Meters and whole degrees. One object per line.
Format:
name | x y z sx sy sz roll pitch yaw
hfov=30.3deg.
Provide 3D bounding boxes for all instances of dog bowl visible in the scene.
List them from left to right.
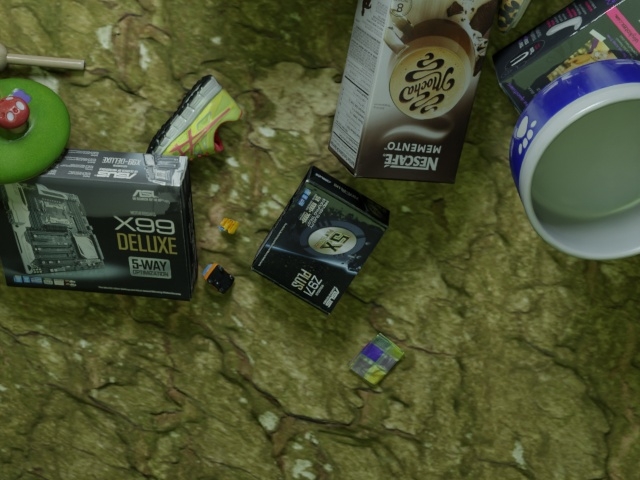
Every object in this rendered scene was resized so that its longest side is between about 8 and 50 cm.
dog bowl | 0.393 -0.107 1.593 0.265 0.104 0.264 -4 127 -5

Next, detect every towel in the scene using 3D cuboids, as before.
towel | 0.092 0.198 1.950 0.060 0.009 0.083 39 109 -8

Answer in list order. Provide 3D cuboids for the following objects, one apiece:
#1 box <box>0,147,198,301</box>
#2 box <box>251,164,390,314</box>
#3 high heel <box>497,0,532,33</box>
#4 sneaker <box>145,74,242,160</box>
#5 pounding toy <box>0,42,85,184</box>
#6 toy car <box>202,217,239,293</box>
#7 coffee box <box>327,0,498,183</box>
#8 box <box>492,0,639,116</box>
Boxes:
box | -0.350 -0.027 1.832 0.308 0.076 0.242 5 133 4
box | 0.000 0.000 1.849 0.147 0.077 0.180 31 110 -7
high heel | 0.241 -0.438 1.668 0.186 0.093 0.261 22 113 9
sneaker | -0.200 -0.150 1.814 0.094 0.081 0.208 35 115 -19
pounding toy | -0.461 -0.208 1.732 0.183 0.236 0.110 6 151 5
toy car | -0.155 0.023 1.906 0.040 0.060 0.122 28 96 41
coffee box | 0.131 -0.242 1.696 0.168 0.119 0.297 1 113 -23
box | 0.396 -0.263 1.665 0.270 0.165 0.143 -33 106 17
